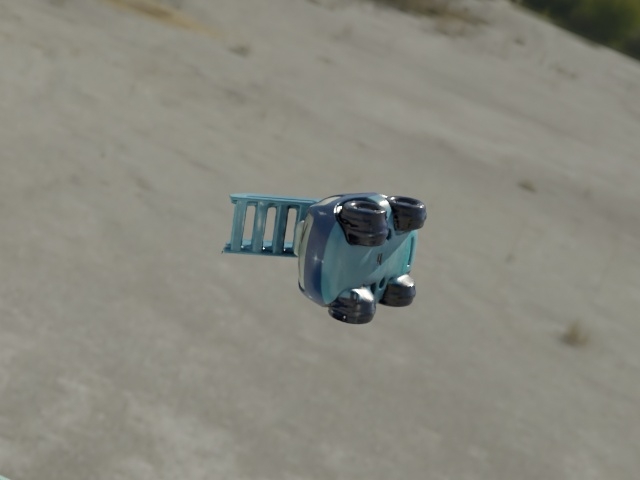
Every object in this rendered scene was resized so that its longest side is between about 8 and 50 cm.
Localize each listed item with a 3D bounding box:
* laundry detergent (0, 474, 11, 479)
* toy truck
[{"bbox_3d":[-0.236,0.214,0.717,0.305,0.287,0.287,24,14,17],"label":"laundry detergent"},{"bbox_3d":[0.000,0.000,0.769,0.090,0.056,0.073,16,16,31],"label":"toy truck"}]
